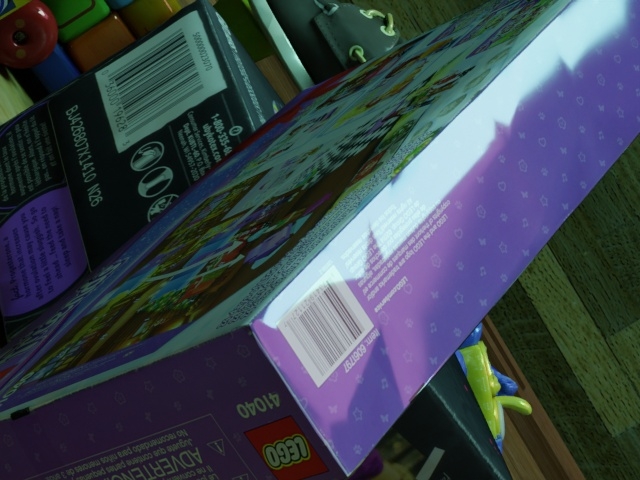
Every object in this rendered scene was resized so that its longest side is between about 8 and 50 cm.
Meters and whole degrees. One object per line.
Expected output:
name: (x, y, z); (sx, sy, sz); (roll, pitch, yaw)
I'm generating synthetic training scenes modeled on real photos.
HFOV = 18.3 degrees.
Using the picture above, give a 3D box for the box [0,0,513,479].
box: (-0.032, 0.044, 0.988); (0.270, 0.143, 0.165); (53, 10, -39)

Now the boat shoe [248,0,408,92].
boat shoe: (0.028, -0.083, 1.092); (0.228, 0.068, 0.081); (59, 7, 16)

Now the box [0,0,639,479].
box: (0.000, 0.000, 0.698); (0.057, 0.201, 0.293); (57, 44, -11)

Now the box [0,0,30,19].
box: (-0.136, -0.171, 1.048); (0.054, 0.169, 0.059); (57, 8, -17)

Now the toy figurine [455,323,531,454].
toy figurine: (0.066, 0.101, 1.468); (0.362, 0.191, 0.217); (-31, 113, -88)

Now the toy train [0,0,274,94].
toy train: (-0.083, -0.094, 1.177); (0.248, 0.143, 0.105); (54, 10, -26)
